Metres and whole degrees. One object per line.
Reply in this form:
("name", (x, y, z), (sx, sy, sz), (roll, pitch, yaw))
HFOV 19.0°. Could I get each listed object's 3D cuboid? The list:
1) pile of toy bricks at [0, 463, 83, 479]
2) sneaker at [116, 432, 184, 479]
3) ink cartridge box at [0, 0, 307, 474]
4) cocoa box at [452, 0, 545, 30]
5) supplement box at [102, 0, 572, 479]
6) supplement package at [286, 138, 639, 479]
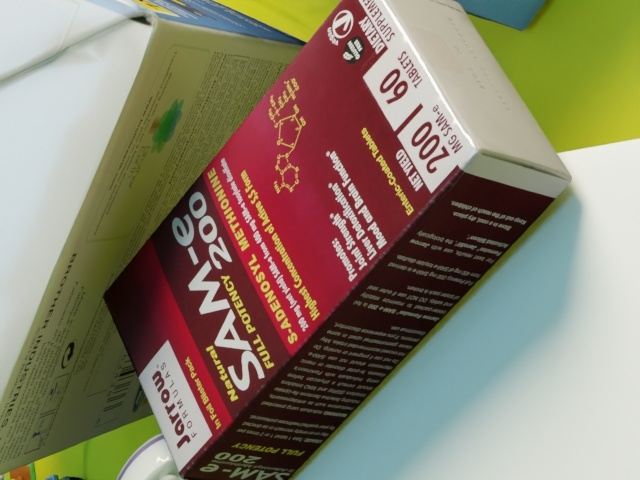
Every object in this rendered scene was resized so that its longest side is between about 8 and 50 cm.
("pile of toy bricks", (-0.242, 0.171, 1.330), (0.118, 0.105, 0.212), (-34, 58, 34))
("sneaker", (-0.097, 0.180, 1.111), (0.161, 0.102, 0.282), (-123, 24, -42))
("ink cartridge box", (-0.143, -0.025, 1.142), (0.151, 0.395, 0.270), (26, 99, 13))
("cocoa box", (0.026, -0.327, 1.100), (0.231, 0.228, 0.347), (-53, 49, 22))
("supplement box", (0.000, 0.000, 0.950), (0.239, 0.073, 0.130), (-50, 49, 27))
("supplement package", (0.124, 0.072, 0.966), (0.262, 0.145, 0.204), (-9, 74, 43))
